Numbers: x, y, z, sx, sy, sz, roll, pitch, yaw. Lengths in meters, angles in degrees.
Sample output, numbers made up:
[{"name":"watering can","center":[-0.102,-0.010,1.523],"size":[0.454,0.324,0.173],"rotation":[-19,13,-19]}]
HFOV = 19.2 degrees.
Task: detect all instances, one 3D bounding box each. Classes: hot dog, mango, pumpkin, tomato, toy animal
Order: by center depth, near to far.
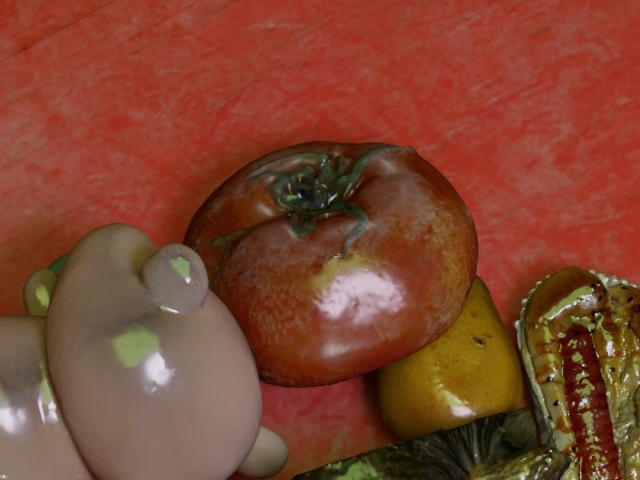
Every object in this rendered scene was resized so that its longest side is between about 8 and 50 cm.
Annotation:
[{"name":"pumpkin","center":[0.077,0.200,1.331],"size":[0.248,0.126,0.131],"rotation":[-18,80,-11]},{"name":"toy animal","center":[-0.174,0.109,1.370],"size":[0.221,0.210,0.229],"rotation":[-39,40,-27]},{"name":"tomato","center":[0.000,0.000,1.453],"size":[0.236,0.095,0.237],"rotation":[-9,42,8]},{"name":"hot dog","center":[0.222,0.140,1.459],"size":[0.131,0.069,0.253],"rotation":[-3,68,-4]},{"name":"mango","center":[0.094,0.096,1.459],"size":[0.115,0.089,0.165],"rotation":[-14,64,-9]}]
